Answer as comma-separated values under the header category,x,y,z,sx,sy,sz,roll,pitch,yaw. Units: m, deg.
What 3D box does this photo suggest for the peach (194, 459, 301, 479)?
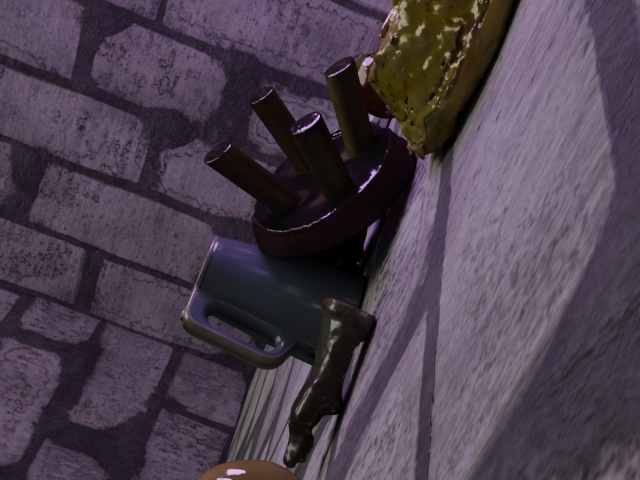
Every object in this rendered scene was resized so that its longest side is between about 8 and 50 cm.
category,x,y,z,sx,sy,sz,roll,pitch,yaw
peach,-0.078,0.302,0.988,0.184,0.184,0.184,-159,90,-87

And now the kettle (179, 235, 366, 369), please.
category,x,y,z,sx,sy,sz,roll,pitch,yaw
kettle,-0.076,0.106,1.567,0.160,0.243,0.211,114,174,-48

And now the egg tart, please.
category,x,y,z,sx,sy,sz,roll,pitch,yaw
egg tart,0.144,-0.269,1.296,0.345,0.132,0.346,-161,90,-88

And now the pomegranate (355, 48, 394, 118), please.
category,x,y,z,sx,sy,sz,roll,pitch,yaw
pomegranate,0.130,-0.278,1.862,0.159,0.129,0.129,16,84,43

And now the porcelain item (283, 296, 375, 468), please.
category,x,y,z,sx,sy,sz,roll,pitch,yaw
porcelain item,0.001,0.182,1.303,0.216,0.069,0.081,-69,15,-8

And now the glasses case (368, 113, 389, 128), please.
category,x,y,z,sx,sy,sz,roll,pitch,yaw
glasses case,0.115,-0.237,2.303,0.074,0.049,0.193,-75,6,-64

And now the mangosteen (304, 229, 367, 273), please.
category,x,y,z,sx,sy,sz,roll,pitch,yaw
mangosteen,0.000,0.000,1.737,0.217,0.192,0.192,53,-135,-42

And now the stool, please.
category,x,y,z,sx,sy,sz,roll,pitch,yaw
stool,-0.015,-0.121,1.524,0.272,0.178,0.272,-26,27,15

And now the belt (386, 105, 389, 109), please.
category,x,y,z,sx,sy,sz,roll,pitch,yaw
belt,0.167,-0.286,1.624,0.100,0.065,0.179,-58,-7,-48
